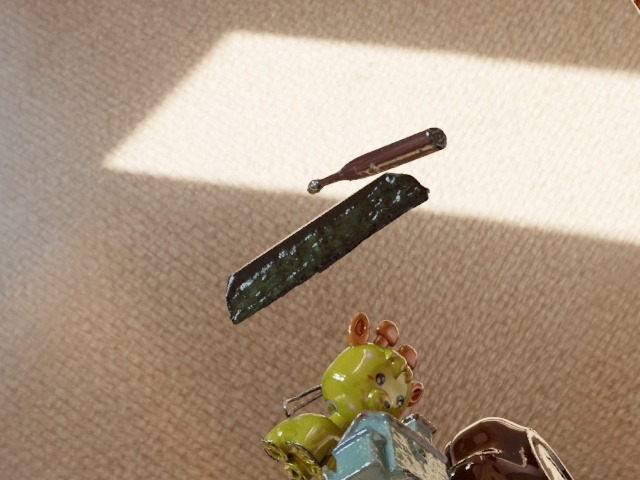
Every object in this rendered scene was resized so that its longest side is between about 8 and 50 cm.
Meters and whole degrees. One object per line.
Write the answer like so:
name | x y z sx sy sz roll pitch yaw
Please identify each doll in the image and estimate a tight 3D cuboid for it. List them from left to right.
doll | 0.041 0.197 1.165 0.143 0.135 0.221 48 64 -17

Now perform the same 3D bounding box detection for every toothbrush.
toothbrush | 0.077 -0.122 1.544 0.041 0.364 0.041 6 78 -32

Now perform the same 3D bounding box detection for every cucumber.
cucumber | 0.000 0.000 0.908 0.220 0.070 0.046 -32 95 -5

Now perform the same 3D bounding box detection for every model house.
model house | 0.071 0.236 0.985 0.148 0.148 0.119 41 114 -19

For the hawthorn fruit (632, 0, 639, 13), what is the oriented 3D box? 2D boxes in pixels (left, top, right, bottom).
hawthorn fruit | 0.201 -0.125 0.323 0.207 0.243 0.207 1 98 7

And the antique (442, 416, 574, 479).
antique | 0.229 0.311 1.122 0.129 0.278 0.223 -37 56 12
